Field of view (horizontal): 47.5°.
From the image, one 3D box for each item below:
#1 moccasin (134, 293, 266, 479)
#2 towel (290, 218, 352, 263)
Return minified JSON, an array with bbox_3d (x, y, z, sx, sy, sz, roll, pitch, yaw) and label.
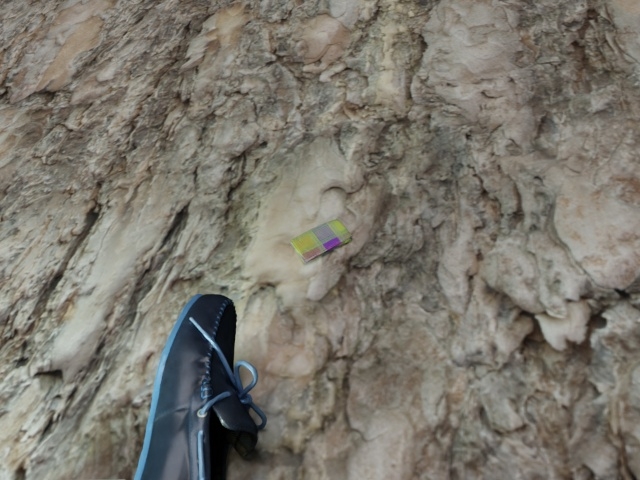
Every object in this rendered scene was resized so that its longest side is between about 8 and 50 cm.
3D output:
[{"bbox_3d":[-0.120,0.218,0.808,0.116,0.138,0.342,-2,57,13],"label":"moccasin"},{"bbox_3d":[0.000,0.000,1.068,0.083,0.009,0.060,-27,40,-10],"label":"towel"}]
